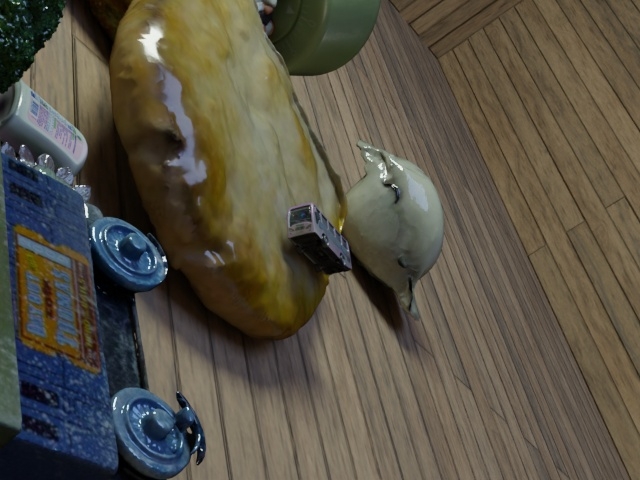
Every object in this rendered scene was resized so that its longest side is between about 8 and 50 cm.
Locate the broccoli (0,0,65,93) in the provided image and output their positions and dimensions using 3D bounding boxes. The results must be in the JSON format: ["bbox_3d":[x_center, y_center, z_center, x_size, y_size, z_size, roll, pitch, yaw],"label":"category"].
[{"bbox_3d":[-0.313,-0.245,0.922,0.242,0.261,0.269,-20,70,-33],"label":"broccoli"}]

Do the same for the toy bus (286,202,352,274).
[{"bbox_3d":[0.000,0.000,1.281,0.130,0.037,0.052,47,35,-60],"label":"toy bus"}]

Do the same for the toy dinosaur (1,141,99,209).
[{"bbox_3d":[-0.253,-0.051,0.983,0.209,0.039,0.082,45,20,-32],"label":"toy dinosaur"}]

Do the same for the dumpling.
[{"bbox_3d":[0.105,-0.016,1.761,0.175,0.243,0.227,17,-3,3],"label":"dumpling"}]

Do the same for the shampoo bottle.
[{"bbox_3d":[-0.259,-0.097,1.045,0.099,0.043,0.072,44,21,-37],"label":"shampoo bottle"}]

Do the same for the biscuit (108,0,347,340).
[{"bbox_3d":[-0.102,-0.093,1.287,0.446,0.104,0.429,-76,145,-55],"label":"biscuit"}]

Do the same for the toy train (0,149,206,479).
[{"bbox_3d":[-0.200,0.073,0.777,0.202,0.131,0.299,30,30,-41],"label":"toy train"}]

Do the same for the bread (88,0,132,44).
[{"bbox_3d":[-0.236,-0.311,1.382,0.172,0.103,0.132,60,23,-8],"label":"bread"}]

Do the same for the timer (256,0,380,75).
[{"bbox_3d":[-0.107,-0.364,1.645,0.315,0.291,0.290,-27,83,-52],"label":"timer"}]
